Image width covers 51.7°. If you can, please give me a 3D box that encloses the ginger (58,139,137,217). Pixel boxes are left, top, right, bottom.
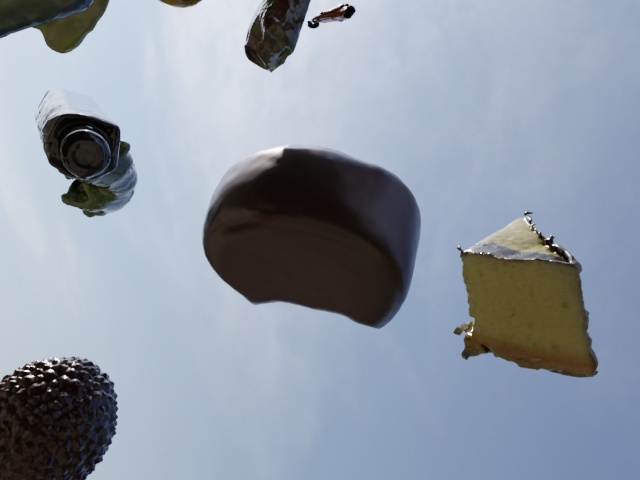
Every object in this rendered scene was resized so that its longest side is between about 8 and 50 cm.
[{"bbox_3d":[-0.393,-0.106,1.178,0.290,0.137,0.089,144,-65,-66],"label":"ginger"}]

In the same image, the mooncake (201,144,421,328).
[{"bbox_3d":[0.000,0.000,1.024,0.326,0.174,0.334,-14,-44,34],"label":"mooncake"}]

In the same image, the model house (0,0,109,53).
[{"bbox_3d":[-0.292,-0.220,0.398,0.261,0.266,0.321,-45,-117,24],"label":"model house"}]

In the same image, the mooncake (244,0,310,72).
[{"bbox_3d":[-0.073,-0.362,1.093,0.130,0.073,0.125,-17,-125,60],"label":"mooncake"}]

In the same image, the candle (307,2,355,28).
[{"bbox_3d":[0.015,-0.346,1.019,0.167,0.021,0.026,-148,-110,-66],"label":"candle"}]

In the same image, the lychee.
[{"bbox_3d":[-0.355,0.245,0.881,0.188,0.188,0.188,30,-46,37],"label":"lychee"}]

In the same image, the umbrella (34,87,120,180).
[{"bbox_3d":[-0.262,-0.118,0.704,0.337,0.073,0.067,-145,-122,-61],"label":"umbrella"}]

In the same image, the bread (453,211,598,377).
[{"bbox_3d":[0.227,0.061,0.691,0.152,0.127,0.147,19,-50,50],"label":"bread"}]

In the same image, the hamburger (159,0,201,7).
[{"bbox_3d":[-0.225,-0.443,1.022,0.115,0.162,0.162,-27,-89,39],"label":"hamburger"}]
